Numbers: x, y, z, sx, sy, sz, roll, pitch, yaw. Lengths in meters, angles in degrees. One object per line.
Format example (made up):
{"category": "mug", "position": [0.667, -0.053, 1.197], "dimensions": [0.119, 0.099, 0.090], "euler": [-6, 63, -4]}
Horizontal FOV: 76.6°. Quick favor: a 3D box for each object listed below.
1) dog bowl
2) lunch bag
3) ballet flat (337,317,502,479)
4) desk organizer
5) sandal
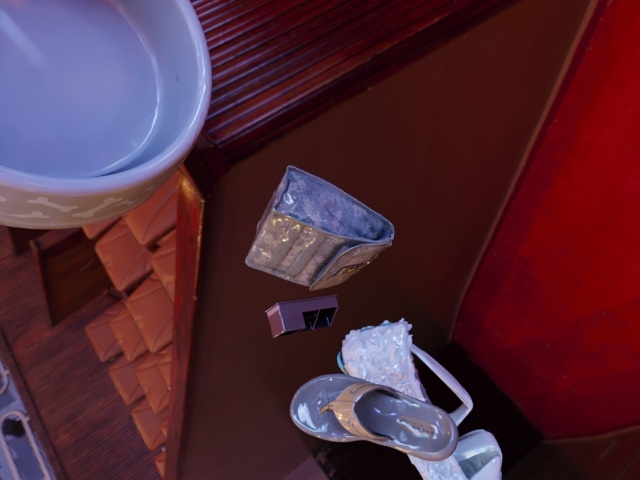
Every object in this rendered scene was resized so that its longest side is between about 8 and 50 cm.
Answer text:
{"category": "dog bowl", "position": [-0.271, -0.189, 0.408], "dimensions": [0.102, 0.349, 0.348], "euler": [-6, 119, 49]}
{"category": "lunch bag", "position": [0.000, 0.000, 0.951], "dimensions": [0.287, 0.168, 0.235], "euler": [22, 142, -14]}
{"category": "ballet flat", "position": [0.181, 0.292, 0.595], "dimensions": [0.408, 0.147, 0.147], "euler": [56, 165, -4]}
{"category": "desk organizer", "position": [-0.027, 0.136, 0.728], "dimensions": [0.047, 0.130, 0.050], "euler": [-39, 62, 46]}
{"category": "sandal", "position": [0.054, 0.184, 0.430], "dimensions": [0.180, 0.072, 0.049], "euler": [8, 152, 17]}
